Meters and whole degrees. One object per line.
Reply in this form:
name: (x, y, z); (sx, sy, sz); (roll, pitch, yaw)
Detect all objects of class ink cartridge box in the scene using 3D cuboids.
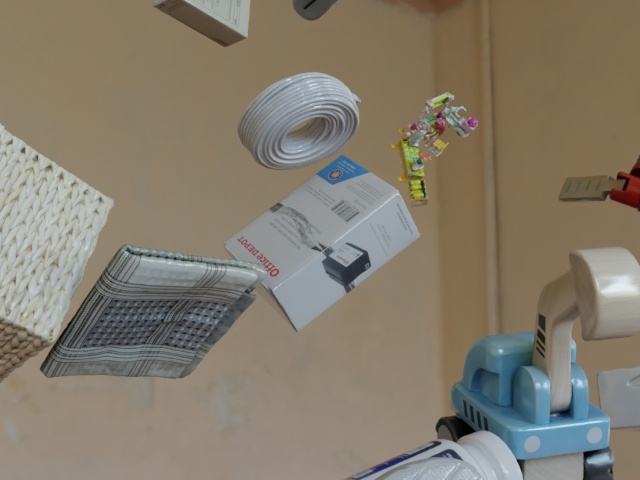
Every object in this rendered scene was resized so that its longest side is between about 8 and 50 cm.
ink cartridge box: (0.000, 0.000, 2.030); (0.223, 0.307, 0.129); (40, -17, 52)
ink cartridge box: (0.685, 0.308, 2.027); (0.197, 0.114, 0.273); (-14, -19, 40)

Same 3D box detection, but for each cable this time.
cable: (-0.044, -0.248, 2.241); (0.257, 0.089, 0.257); (-34, -28, 13)

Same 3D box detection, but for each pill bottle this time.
pill bottle: (0.148, 0.372, 1.488); (0.264, 0.153, 0.153); (-17, -4, -27)

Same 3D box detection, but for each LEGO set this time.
LEGO set: (0.220, -0.201, 2.094); (0.132, 0.287, 0.107); (34, -41, 0)

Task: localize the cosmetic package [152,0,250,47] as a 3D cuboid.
cosmetic package: (-0.136, -0.277, 1.214); (0.041, 0.060, 0.115); (-14, -28, 39)

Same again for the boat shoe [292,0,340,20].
boat shoe: (0.039, -0.429, 1.654); (0.226, 0.076, 0.083); (-19, -58, 47)

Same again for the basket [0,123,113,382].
basket: (-0.572, 0.039, 1.788); (0.266, 0.331, 0.328); (33, -39, -23)

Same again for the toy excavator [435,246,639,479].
toy excavator: (0.347, 0.205, 1.651); (0.222, 0.445, 0.433); (-5, 11, -15)

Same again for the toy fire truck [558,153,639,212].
toy fire truck: (0.528, -0.111, 1.694); (0.246, 0.217, 0.158); (21, -31, 18)

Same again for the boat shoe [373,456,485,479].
boat shoe: (0.015, 0.316, 0.962); (0.335, 0.121, 0.119); (-34, -3, -27)

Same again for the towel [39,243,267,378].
towel: (-0.276, 0.140, 1.801); (0.324, 0.056, 0.312); (8, -51, -46)
